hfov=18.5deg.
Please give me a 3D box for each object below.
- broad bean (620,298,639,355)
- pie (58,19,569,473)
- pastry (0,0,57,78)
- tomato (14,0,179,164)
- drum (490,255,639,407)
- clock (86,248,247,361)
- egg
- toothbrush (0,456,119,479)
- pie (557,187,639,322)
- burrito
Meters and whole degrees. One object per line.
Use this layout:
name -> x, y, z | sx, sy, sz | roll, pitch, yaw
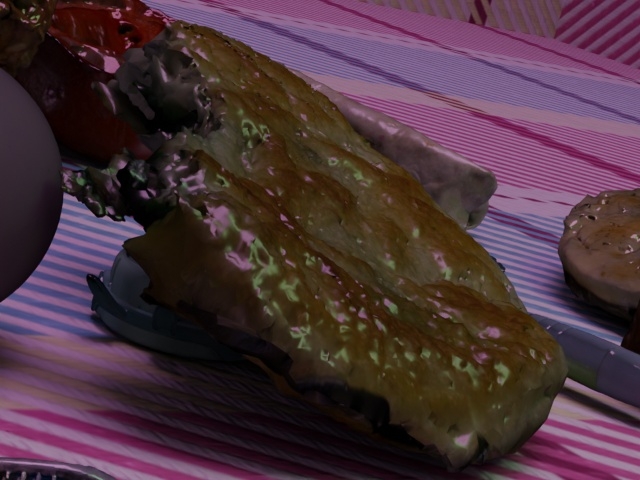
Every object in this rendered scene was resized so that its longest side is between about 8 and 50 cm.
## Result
broad bean -> 0.267, 0.081, 1.193 | 0.165, 0.084, 0.114 | 27, 32, 24
pie -> 0.000, 0.000, 1.053 | 0.296, 0.078, 0.371 | 32, 16, -13
pastry -> -0.278, -0.177, 1.390 | 0.193, 0.275, 0.275 | 50, -8, -30
tomato -> -0.160, -0.116, 1.543 | 0.228, 0.101, 0.228 | 22, 17, -7
drum -> 0.093, 0.045, 1.207 | 0.130, 0.049, 0.253 | 7, 14, -37
clock -> -0.074, 0.033, 1.075 | 0.101, 0.041, 0.135 | 19, 12, 20
egg -> -0.209, -0.026, 0.926 | 0.146, 0.146, 0.198 | 24, 15, 39
toothbrush -> 0.058, 0.139, 0.769 | 0.413, 0.035, 0.042 | 12, 32, -11
pie -> 0.338, 0.039, 1.477 | 0.339, 0.077, 0.339 | 14, 11, -3
burrito -> 0.041, -0.070, 1.619 | 0.226, 0.087, 0.060 | 25, 24, 26
